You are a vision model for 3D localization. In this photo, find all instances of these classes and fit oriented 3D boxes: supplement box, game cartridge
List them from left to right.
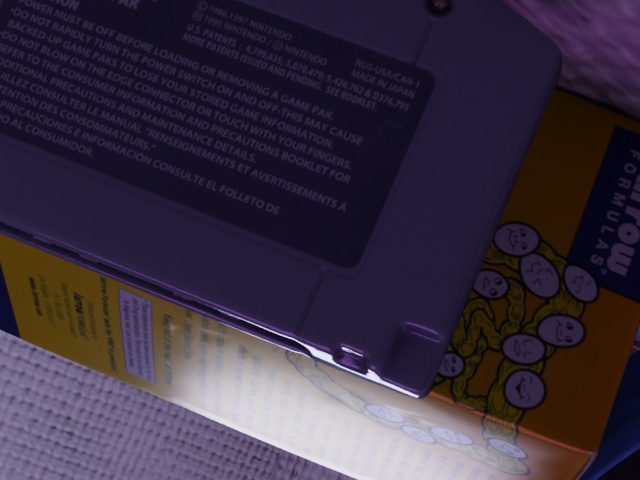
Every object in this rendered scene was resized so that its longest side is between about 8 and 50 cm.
[{"bbox_3d":[-0.051,-0.070,0.738,0.294,0.196,0.060,22,172,11],"label":"game cartridge"},{"bbox_3d":[0.000,0.000,0.920,0.357,0.194,0.195,22,157,5],"label":"supplement box"}]

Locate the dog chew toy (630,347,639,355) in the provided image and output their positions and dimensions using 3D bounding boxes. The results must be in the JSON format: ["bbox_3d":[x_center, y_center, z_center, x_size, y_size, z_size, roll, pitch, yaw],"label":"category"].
[{"bbox_3d":[0.230,0.167,1.547,0.207,0.206,0.332,23,180,-5],"label":"dog chew toy"}]

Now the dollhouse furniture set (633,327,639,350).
[{"bbox_3d":[0.270,0.191,1.189,0.286,0.303,0.198,24,172,-11],"label":"dollhouse furniture set"}]

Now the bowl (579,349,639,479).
[{"bbox_3d":[0.277,0.199,1.095,0.391,0.391,0.077,29,-157,-37],"label":"bowl"}]
